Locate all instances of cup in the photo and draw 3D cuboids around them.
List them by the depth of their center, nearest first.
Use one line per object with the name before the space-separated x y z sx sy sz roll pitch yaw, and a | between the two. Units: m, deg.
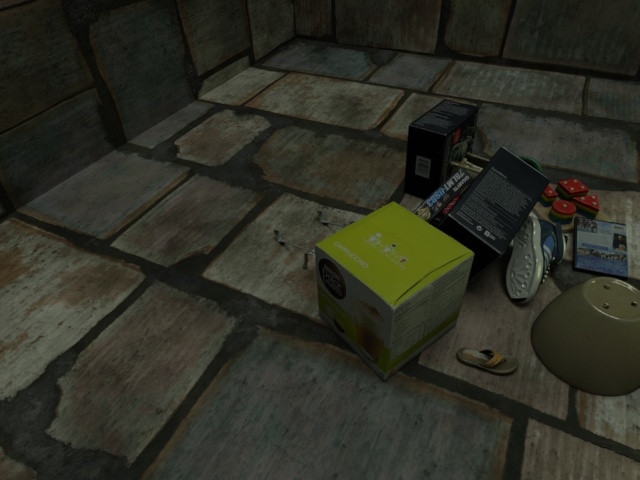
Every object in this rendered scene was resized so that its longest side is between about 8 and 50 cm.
cup | 0.826 0.247 1.348 0.330 0.237 0.331 -2 40 2

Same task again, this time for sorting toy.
sorting toy | 1.037 -0.155 1.916 0.256 0.090 0.256 -8 41 -7

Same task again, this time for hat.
hat | 0.940 -0.287 2.124 0.172 0.183 0.209 8 84 27

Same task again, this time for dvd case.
dvd case | 1.051 0.023 1.717 0.180 0.022 0.253 11 56 16

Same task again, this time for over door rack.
over door rack | 0.000 0.000 1.793 0.239 0.108 0.324 -25 31 -24

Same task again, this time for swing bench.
swing bench | 0.715 -0.264 1.978 0.253 0.165 0.254 27 39 30

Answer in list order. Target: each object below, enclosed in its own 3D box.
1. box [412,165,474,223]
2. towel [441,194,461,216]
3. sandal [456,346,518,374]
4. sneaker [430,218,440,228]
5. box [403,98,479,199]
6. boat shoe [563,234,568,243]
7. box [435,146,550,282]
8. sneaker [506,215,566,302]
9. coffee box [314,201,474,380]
box | 0.384 -0.098 1.651 0.073 0.293 0.295 45 69 7
towel | 0.602 -0.111 1.903 0.198 0.031 0.275 -12 37 -25
sandal | 0.506 0.355 1.380 0.180 0.049 0.072 11 42 15
sneaker | 0.466 -0.020 1.817 0.234 0.084 0.097 26 71 31
box | 0.535 -0.399 2.031 0.178 0.344 0.312 25 48 30
boat shoe | 0.911 -0.027 1.810 0.049 0.040 0.142 -33 49 -31
box | 0.567 -0.078 1.612 0.212 0.294 0.395 38 63 9
sneaker | 0.791 0.085 1.624 0.236 0.130 0.323 19 73 -27
coffee box | 0.215 0.142 1.425 0.338 0.335 0.337 -28 46 -27
